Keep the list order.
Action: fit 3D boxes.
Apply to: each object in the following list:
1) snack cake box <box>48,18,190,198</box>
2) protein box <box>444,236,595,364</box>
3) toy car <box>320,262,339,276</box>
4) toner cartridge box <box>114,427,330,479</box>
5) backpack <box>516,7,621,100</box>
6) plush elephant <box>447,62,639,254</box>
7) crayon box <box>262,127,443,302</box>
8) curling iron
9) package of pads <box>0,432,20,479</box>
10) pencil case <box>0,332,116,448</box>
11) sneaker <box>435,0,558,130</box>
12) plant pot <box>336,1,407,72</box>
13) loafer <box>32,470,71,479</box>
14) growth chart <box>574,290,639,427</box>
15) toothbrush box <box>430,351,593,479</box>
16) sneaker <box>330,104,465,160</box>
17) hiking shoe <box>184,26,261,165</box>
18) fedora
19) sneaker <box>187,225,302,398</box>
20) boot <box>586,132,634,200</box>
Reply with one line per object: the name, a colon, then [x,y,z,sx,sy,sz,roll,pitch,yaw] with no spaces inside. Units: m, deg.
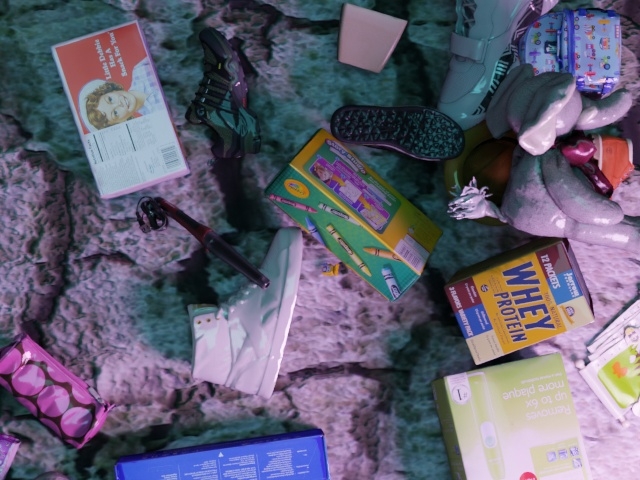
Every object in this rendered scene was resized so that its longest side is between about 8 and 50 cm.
snack cake box: [-0.330,-0.214,1.836,0.152,0.089,0.264,-18,90,-3]
protein box: [0.326,0.088,1.798,0.200,0.201,0.135,-22,90,14]
toy car: [0.000,0.000,1.875,0.041,0.060,0.122,-4,81,27]
toner cartridge box: [-0.156,0.421,1.843,0.348,0.075,0.165,-7,90,-4]
backpack: [0.411,-0.321,1.881,0.173,0.117,0.158,5,88,-1]
plush elephant: [0.370,-0.148,1.704,0.330,0.272,0.255,5,112,-12]
crayon box: [0.058,-0.045,1.817,0.278,0.165,0.081,40,122,-2]
curling iron: [-0.195,0.007,1.827,0.274,0.035,0.068,30,77,17]
package of pads: [-0.537,0.363,1.837,0.050,0.032,0.083,22,87,-6]
pencil case: [-0.442,0.241,1.818,0.209,0.095,0.098,39,122,-4]
sneaker: [0.247,-0.372,1.814,0.210,0.137,0.365,28,96,-28]
plant pot: [0.077,-0.338,1.866,0.109,0.109,0.096,15,100,-4]
loafer: [-0.382,0.524,1.805,0.112,0.111,0.319,-32,91,-4]
growth chart: [0.561,0.195,1.929,0.172,0.021,0.237,44,87,-3]
toothbrush box: [0.320,0.345,1.833,0.206,0.122,0.283,-10,81,-7]
sneaker: [0.130,-0.188,1.855,0.235,0.097,0.084,13,95,12]
hiking shoe: [-0.178,-0.242,1.849,0.114,0.086,0.226,-18,91,-8]
fedora: [0.290,-0.112,1.883,0.194,0.079,0.194,2,83,-14]
sneaker: [-0.132,0.105,1.835,0.169,0.108,0.292,13,89,-7]
boot: [0.504,-0.106,1.913,0.085,0.059,0.157,2,88,-9]
